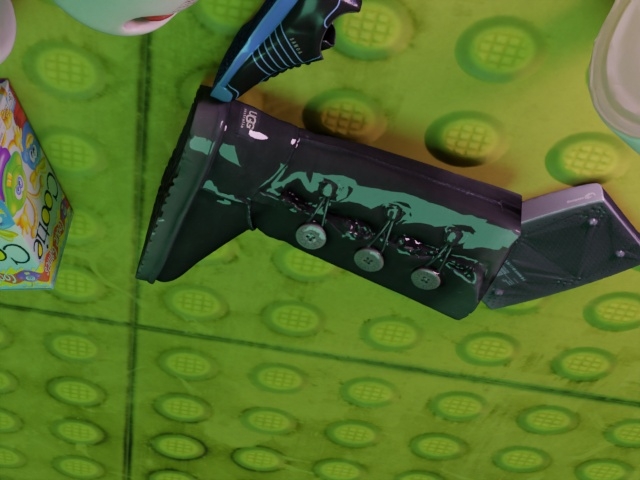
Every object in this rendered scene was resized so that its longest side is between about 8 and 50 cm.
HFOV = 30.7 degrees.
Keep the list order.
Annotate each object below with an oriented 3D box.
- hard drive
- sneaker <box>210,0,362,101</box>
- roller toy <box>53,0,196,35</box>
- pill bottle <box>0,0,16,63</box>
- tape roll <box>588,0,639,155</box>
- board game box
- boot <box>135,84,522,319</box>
[{"bbox_3d":[0.310,0.009,1.623,0.255,0.054,0.172,-21,136,32],"label":"hard drive"},{"bbox_3d":[-0.044,-0.225,1.345,0.090,0.081,0.232,28,138,-18],"label":"sneaker"},{"bbox_3d":[-0.181,-0.311,1.149,0.209,0.191,0.146,25,147,-35],"label":"roller toy"},{"bbox_3d":[-0.498,-0.218,1.353,0.278,0.162,0.162,-24,134,33],"label":"pill bottle"},{"bbox_3d":[0.410,-0.194,1.155,0.100,0.286,0.286,33,136,-31],"label":"tape roll"},{"bbox_3d":[-0.451,-0.067,1.560,0.142,0.144,0.275,-1,143,9],"label":"board game box"},{"bbox_3d":[0.001,-0.001,1.568,0.445,0.146,0.367,17,144,-13],"label":"boot"}]
